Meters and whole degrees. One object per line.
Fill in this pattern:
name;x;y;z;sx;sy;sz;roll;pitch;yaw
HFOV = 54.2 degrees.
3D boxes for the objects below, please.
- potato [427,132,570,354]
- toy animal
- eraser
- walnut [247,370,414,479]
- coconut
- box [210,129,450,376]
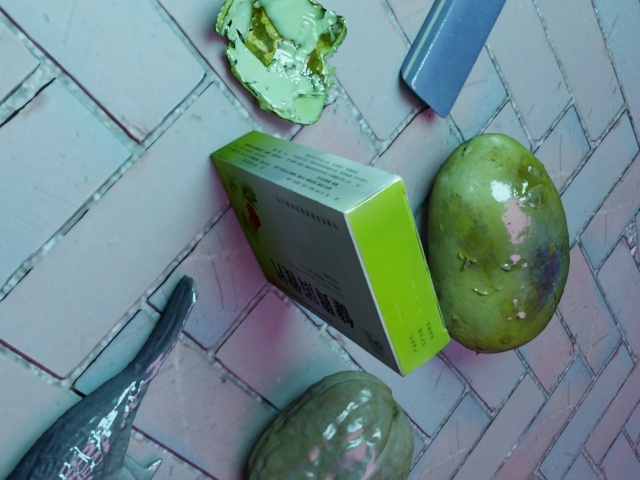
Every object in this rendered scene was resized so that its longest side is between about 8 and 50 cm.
potato;0.239;0.006;0.841;0.210;0.173;0.307;-28;122;-24
toy animal;-0.224;0.222;0.627;0.367;0.081;0.205;-41;126;-24
eraser;0.175;-0.270;0.792;0.082;0.036;0.224;30;86;-39
walnut;0.010;0.271;0.766;0.230;0.178;0.178;-39;124;-7
coconut;-0.037;-0.199;0.647;0.133;0.055;0.158;-39;125;-22
box;-0.001;0.000;0.605;0.062;0.261;0.175;-33;121;-21
